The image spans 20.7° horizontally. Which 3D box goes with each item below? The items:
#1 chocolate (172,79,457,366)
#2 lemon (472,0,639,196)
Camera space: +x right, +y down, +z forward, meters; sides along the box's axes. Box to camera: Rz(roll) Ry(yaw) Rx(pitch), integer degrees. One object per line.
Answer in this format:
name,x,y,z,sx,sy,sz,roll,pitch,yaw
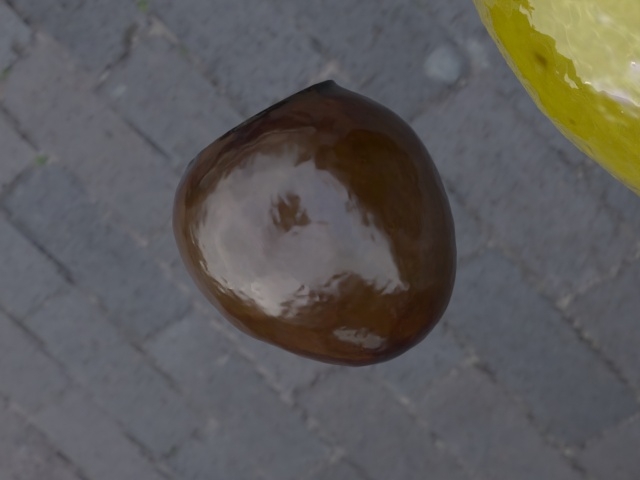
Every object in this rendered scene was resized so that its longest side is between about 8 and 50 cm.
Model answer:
chocolate,0.000,0.000,1.025,0.176,0.177,0.177,14,129,18
lemon,0.222,-0.178,0.859,0.364,0.364,0.364,14,129,18
